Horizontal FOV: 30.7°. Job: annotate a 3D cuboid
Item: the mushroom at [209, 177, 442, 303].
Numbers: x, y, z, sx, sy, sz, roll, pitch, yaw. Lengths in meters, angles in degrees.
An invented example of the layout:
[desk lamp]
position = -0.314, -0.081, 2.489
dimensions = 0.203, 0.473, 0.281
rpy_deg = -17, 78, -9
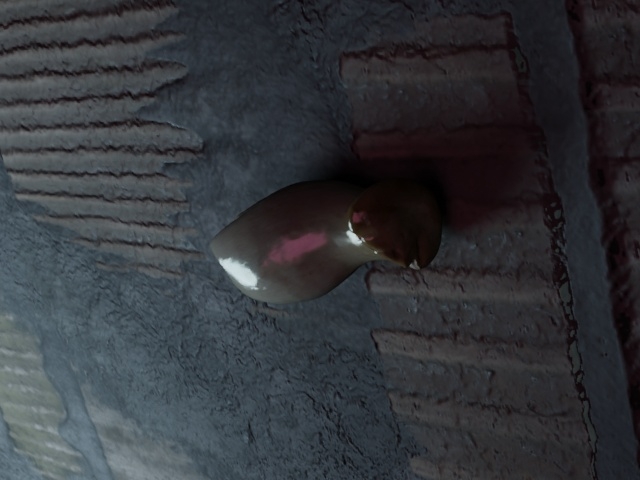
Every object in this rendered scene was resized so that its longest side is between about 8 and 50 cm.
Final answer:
[mushroom]
position = 0.000, 0.001, 0.913
dimensions = 0.212, 0.088, 0.097
rpy_deg = -14, 116, 39
